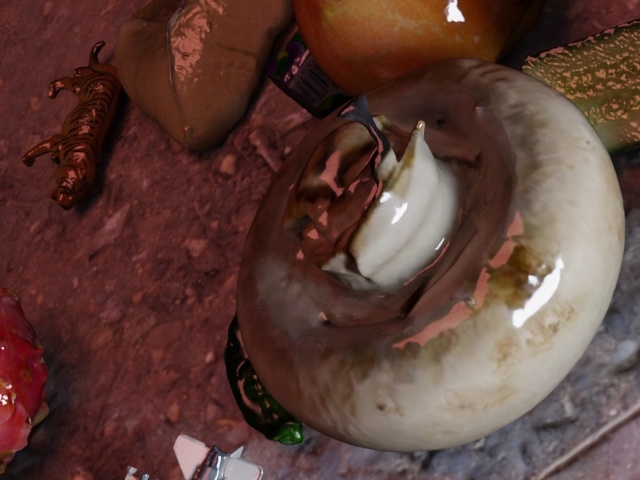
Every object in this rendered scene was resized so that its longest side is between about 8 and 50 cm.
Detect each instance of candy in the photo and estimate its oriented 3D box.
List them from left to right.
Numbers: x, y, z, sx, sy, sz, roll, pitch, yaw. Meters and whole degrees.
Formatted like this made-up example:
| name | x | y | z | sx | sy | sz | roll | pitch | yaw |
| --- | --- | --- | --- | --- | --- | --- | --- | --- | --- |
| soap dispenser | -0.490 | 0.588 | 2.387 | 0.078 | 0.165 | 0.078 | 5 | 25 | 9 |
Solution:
| name | x | y | z | sx | sy | sz | roll | pitch | yaw |
| --- | --- | --- | --- | --- | --- | --- | --- | --- | --- |
| candy | 0.066 | -0.265 | 1.990 | 0.312 | 0.088 | 0.061 | -53 | 38 | -6 |

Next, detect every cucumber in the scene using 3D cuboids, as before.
| name | x | y | z | sx | sy | sz | roll | pitch | yaw |
| --- | --- | --- | --- | --- | --- | --- | --- | --- | --- |
| cucumber | 0.299 | -0.141 | 1.718 | 0.243 | 0.063 | 0.115 | -16 | 84 | 28 |

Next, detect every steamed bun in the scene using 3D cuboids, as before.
| name | x | y | z | sx | sy | sz | roll | pitch | yaw |
| --- | --- | --- | --- | --- | --- | --- | --- | --- | --- |
| steamed bun | -0.138 | -0.232 | 2.124 | 0.212 | 0.110 | 0.231 | -47 | 44 | 0 |

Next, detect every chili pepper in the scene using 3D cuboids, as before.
| name | x | y | z | sx | sy | sz | roll | pitch | yaw |
| --- | --- | --- | --- | --- | --- | --- | --- | --- | --- |
| chili pepper | -0.057 | 0.127 | 1.818 | 0.073 | 0.050 | 0.182 | -29 | 52 | 19 |

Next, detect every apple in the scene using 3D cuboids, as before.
| name | x | y | z | sx | sy | sz | roll | pitch | yaw |
| --- | --- | --- | --- | --- | --- | --- | --- | --- | --- |
| apple | 0.104 | -0.240 | 1.839 | 0.253 | 0.253 | 0.254 | -22 | 48 | 26 |

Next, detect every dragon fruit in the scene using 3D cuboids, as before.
| name | x | y | z | sx | sy | sz | roll | pitch | yaw |
| --- | --- | --- | --- | --- | --- | --- | --- | --- | --- |
| dragon fruit | -0.387 | 0.129 | 1.992 | 0.210 | 0.205 | 0.268 | -49 | 33 | 2 |

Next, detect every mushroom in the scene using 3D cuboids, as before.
| name | x | y | z | sx | sy | sz | roll | pitch | yaw |
| --- | --- | --- | --- | --- | --- | --- | --- | --- | --- |
| mushroom | 0.073 | -0.003 | 1.631 | 0.362 | 0.294 | 0.362 | -21 | 51 | 28 |

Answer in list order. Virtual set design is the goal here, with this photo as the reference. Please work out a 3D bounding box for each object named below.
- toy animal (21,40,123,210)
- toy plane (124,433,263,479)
| name | x | y | z | sx | sy | sz | roll | pitch | yaw |
| --- | --- | --- | --- | --- | --- | --- | --- | --- | --- |
| toy animal | -0.275 | -0.135 | 2.208 | 0.099 | 0.057 | 0.241 | -2 | 57 | 31 |
| toy plane | -0.130 | 0.282 | 1.750 | 0.160 | 0.082 | 0.234 | 21 | 72 | 19 |
